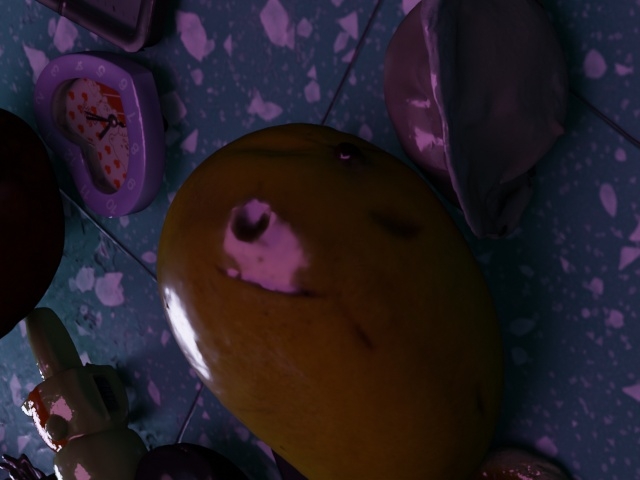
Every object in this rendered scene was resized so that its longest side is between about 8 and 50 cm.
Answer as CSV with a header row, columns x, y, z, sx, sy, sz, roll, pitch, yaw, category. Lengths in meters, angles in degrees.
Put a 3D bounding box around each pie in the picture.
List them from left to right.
x,y,z,sx,sy,sz,roll,pitch,yaw,category
0.194,0.292,1.628,0.187,0.041,0.186,11,109,36,pie

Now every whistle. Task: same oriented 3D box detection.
x,y,z,sx,sy,sz,roll,pitch,yaw,category
-0.283,0.209,1.946,0.106,0.131,0.288,-37,70,27,whistle

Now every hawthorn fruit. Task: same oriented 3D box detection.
x,y,z,sx,sy,sz,roll,pitch,yaw,category
-0.439,-0.025,1.897,0.308,0.308,0.324,37,136,27,hawthorn fruit

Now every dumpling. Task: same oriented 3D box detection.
x,y,z,sx,sy,sz,roll,pitch,yaw,category
0.118,-0.135,1.469,0.163,0.204,0.292,10,118,46,dumpling

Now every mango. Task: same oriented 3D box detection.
x,y,z,sx,sy,sz,roll,pitch,yaw,category
0.017,0.095,1.537,0.301,0.220,0.445,-5,125,21,mango

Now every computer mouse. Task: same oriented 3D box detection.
x,y,z,sx,sy,sz,roll,pitch,yaw,category
-0.114,0.350,1.859,0.170,0.100,0.269,-7,96,52,computer mouse

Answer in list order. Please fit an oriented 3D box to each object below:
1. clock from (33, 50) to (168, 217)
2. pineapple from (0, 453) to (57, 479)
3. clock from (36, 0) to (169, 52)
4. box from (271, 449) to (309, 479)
x,y,z,sx,sy,sz,roll,pitch,yaw,category
-0.231,-0.134,1.849,0.198,0.064,0.172,54,129,15,clock
-0.296,0.409,2.008,0.169,0.169,0.340,-30,76,41,pineapple
-0.251,-0.376,1.810,0.279,0.049,0.273,31,121,30,clock
-0.001,0.224,1.785,0.126,0.027,0.125,-19,92,40,box
